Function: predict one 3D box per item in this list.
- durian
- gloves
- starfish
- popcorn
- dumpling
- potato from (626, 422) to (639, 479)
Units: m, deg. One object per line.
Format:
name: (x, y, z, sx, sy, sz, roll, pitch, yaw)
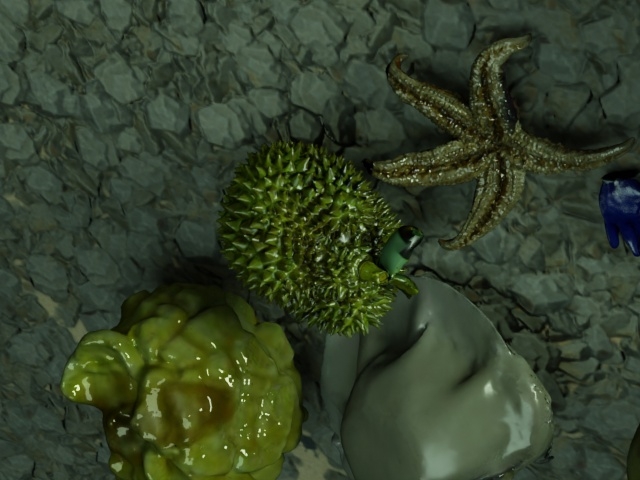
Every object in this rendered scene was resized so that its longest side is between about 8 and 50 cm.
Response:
durian: (-0.003, 0.003, 1.598, 0.146, 0.159, 0.198, -44, 78, 2)
gloves: (0.268, -0.020, 1.535, 0.064, 0.026, 0.086, -3, 124, 27)
starfish: (0.148, -0.079, 1.534, 0.238, 0.057, 0.213, 6, 125, 18)
popcorn: (-0.130, 0.158, 1.754, 0.181, 0.216, 0.235, -7, 90, 47)
dumpling: (0.085, 0.162, 1.690, 0.204, 0.163, 0.293, 48, 144, -20)
potato: (0.385, 0.231, 1.567, 0.218, 0.202, 0.351, -6, 136, 18)
